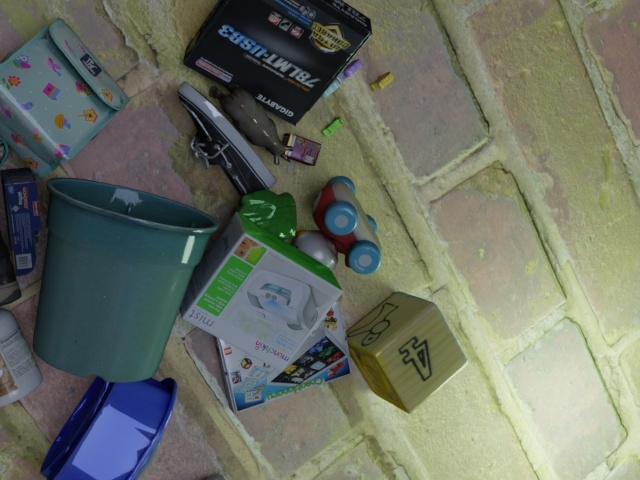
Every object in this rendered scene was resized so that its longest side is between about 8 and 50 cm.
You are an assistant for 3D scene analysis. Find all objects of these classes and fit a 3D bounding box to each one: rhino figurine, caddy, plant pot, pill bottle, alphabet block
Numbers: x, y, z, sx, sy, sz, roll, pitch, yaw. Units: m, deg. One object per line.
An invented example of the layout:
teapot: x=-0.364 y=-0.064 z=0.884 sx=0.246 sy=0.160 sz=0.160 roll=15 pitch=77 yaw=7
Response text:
rhino figurine: x=-0.136 y=-0.244 z=1.867 sx=0.073 sy=0.106 sz=0.243 roll=-45 pitch=128 yaw=-4
caddy: x=-0.423 y=0.418 z=1.783 sx=0.179 sy=0.241 sz=0.341 roll=35 pitch=82 yaw=-19
plant pot: x=-0.407 y=0.082 z=1.716 sx=0.341 sy=0.341 sz=0.334 roll=12 pitch=99 yaw=-25
pill bottle: x=-0.656 y=0.205 z=1.709 sx=0.131 sy=0.131 sz=0.229 roll=-26 pitch=106 yaw=-20
alphabet block: x=0.199 y=0.263 z=2.076 sx=0.197 sy=0.192 sz=0.193 roll=-37 pitch=108 yaw=-16

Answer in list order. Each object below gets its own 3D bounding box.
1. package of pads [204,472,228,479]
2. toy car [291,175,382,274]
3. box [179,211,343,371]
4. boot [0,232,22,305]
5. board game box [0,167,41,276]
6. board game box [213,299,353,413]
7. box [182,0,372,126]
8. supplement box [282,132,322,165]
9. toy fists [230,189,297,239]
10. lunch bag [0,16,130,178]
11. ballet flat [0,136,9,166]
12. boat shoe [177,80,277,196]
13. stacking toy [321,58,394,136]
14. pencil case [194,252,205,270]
package of pads: x=-0.257 y=0.707 z=1.968 sx=0.229 sy=0.101 sz=0.296 roll=-26 pitch=107 yaw=-19
toy car: x=0.000 y=0.000 z=1.978 sx=0.238 sy=0.219 sz=0.210 roll=-28 pitch=109 yaw=11
box: x=-0.131 y=0.110 z=1.834 sx=0.262 sy=0.127 sz=0.231 roll=33 pitch=101 yaw=-24
boot: x=-0.745 y=0.004 z=1.539 sx=0.377 sy=0.138 sz=0.284 roll=-7 pitch=92 yaw=-22
board game box: x=-0.587 y=-0.060 z=1.696 sx=0.060 sy=0.194 sz=0.194 roll=-7 pitch=118 yaw=-20
board game box: x=-0.084 y=0.263 z=2.016 sx=0.305 sy=0.053 sz=0.193 roll=-15 pitch=103 yaw=-20
box: x=-0.092 y=-0.421 z=1.830 sx=0.295 sy=0.073 sz=0.293 roll=28 pitch=125 yaw=-24
supplement box: x=-0.047 y=-0.209 z=1.985 sx=0.083 sy=0.043 sz=0.055 roll=18 pitch=89 yaw=-24
toy fists: x=-0.138 y=0.019 z=1.924 sx=0.142 sy=0.096 sz=0.279 roll=-13 pitch=119 yaw=-32
lunch bag: x=-0.516 y=-0.290 z=1.697 sx=0.223 sy=0.160 sz=0.262 roll=50 pitch=51 yaw=-17
ballet flat: x=-0.690 y=-0.116 z=1.679 sx=0.083 sy=0.087 sz=0.247 roll=35 pitch=82 yaw=-24
boat shoe: x=-0.223 y=-0.204 z=1.873 sx=0.105 sy=0.113 sz=0.306 roll=-41 pitch=125 yaw=-2
stacking toy: x=0.046 y=-0.374 z=2.004 sx=0.221 sy=0.052 sz=0.167 roll=-44 pitch=111 yaw=-13
pencil case: x=-0.264 y=0.098 z=1.911 sx=0.070 sy=0.064 sz=0.151 roll=-17 pitch=106 yaw=7
